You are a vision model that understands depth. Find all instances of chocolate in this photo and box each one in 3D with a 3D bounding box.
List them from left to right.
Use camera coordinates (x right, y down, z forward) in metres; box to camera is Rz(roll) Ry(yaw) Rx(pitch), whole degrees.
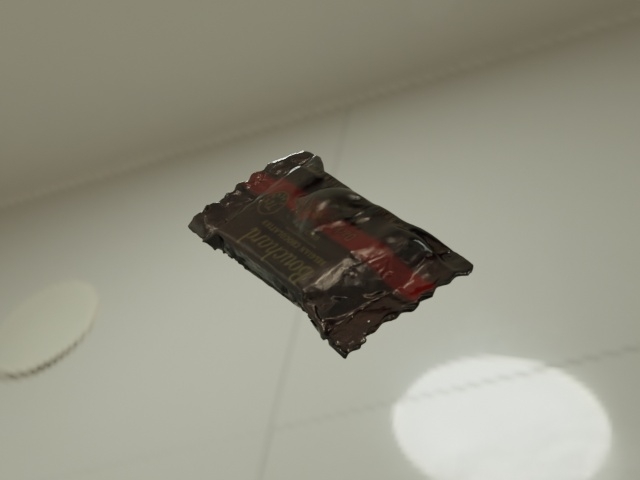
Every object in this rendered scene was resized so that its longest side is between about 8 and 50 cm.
[{"bbox_3d":[0.000,0.000,0.931,0.086,0.182,0.028,-33,-53,-12],"label":"chocolate"}]
